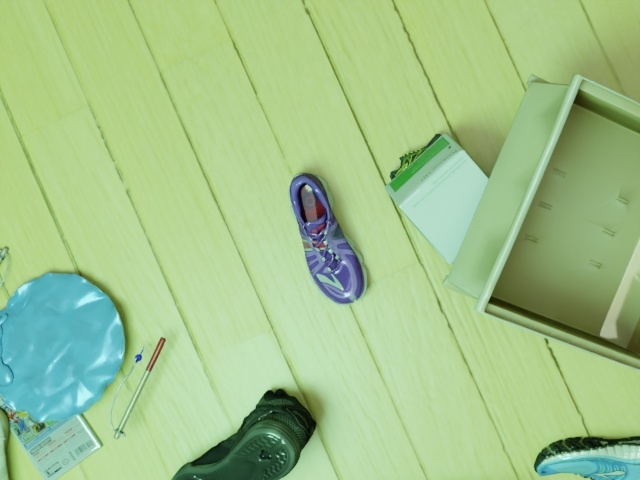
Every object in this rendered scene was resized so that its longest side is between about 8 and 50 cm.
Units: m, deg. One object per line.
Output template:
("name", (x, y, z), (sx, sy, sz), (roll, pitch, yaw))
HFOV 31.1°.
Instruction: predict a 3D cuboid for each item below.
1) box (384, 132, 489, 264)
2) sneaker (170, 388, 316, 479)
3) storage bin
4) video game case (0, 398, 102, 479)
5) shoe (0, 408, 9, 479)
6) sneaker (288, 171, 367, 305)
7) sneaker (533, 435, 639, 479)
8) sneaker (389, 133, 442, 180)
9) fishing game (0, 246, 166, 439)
("box", (0.148, -0.049, 1.329), (0.101, 0.087, 0.102), (-42, 111, 6))
("sneaker", (-0.087, 0.259, 1.388), (0.087, 0.130, 0.227), (49, 124, 0))
("storage bin", (0.308, -0.014, 1.265), (0.260, 0.123, 0.262), (21, 94, -19))
("video game case", (-0.343, 0.233, 1.450), (0.087, 0.011, 0.122), (-36, 86, 7))
("shoe", (-0.423, 0.318, 1.434), (0.076, 0.058, 0.219), (-2, 94, 9))
("sneaker", (0.000, 0.000, 1.373), (0.068, 0.071, 0.170), (-25, 88, 7))
("sneaker", (0.330, 0.270, 1.337), (0.162, 0.063, 0.073), (-2, 94, 8))
("sneaker", (0.114, -0.097, 1.376), (0.035, 0.031, 0.083), (38, 93, 9))
("fishing game", (-0.328, 0.135, 1.429), (0.264, 0.041, 0.189), (24, 86, 14))
